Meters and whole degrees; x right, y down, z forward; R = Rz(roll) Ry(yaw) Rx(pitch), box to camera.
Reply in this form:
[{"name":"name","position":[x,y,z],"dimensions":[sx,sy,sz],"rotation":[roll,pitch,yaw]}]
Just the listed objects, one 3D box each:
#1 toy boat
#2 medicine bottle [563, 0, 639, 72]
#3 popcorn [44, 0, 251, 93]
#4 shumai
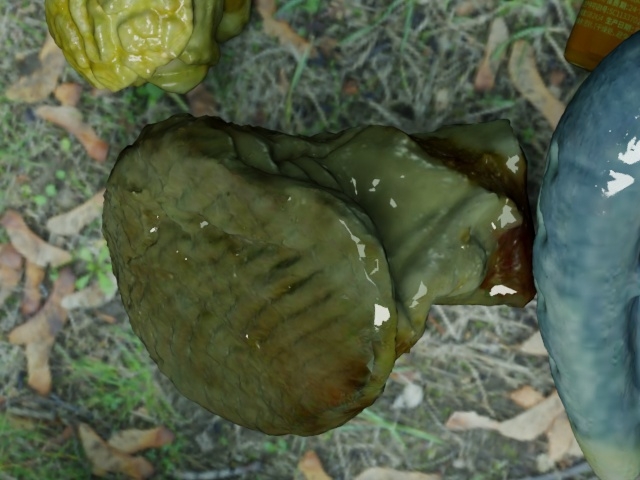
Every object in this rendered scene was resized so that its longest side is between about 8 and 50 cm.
[{"name":"toy boat","position":[0.234,0.025,1.046],"dimensions":[0.215,0.123,0.329],"rotation":[3,119,10]},{"name":"medicine bottle","position":[0.230,-0.185,1.092],"dimensions":[0.096,0.096,0.191],"rotation":[23,97,7]},{"name":"popcorn","position":[-0.118,-0.162,1.134],"dimensions":[0.135,0.141,0.162],"rotation":[-45,125,7]},{"name":"shumai","position":[0.000,0.000,1.141],"dimensions":[0.272,0.204,0.222],"rotation":[20,128,32]}]
